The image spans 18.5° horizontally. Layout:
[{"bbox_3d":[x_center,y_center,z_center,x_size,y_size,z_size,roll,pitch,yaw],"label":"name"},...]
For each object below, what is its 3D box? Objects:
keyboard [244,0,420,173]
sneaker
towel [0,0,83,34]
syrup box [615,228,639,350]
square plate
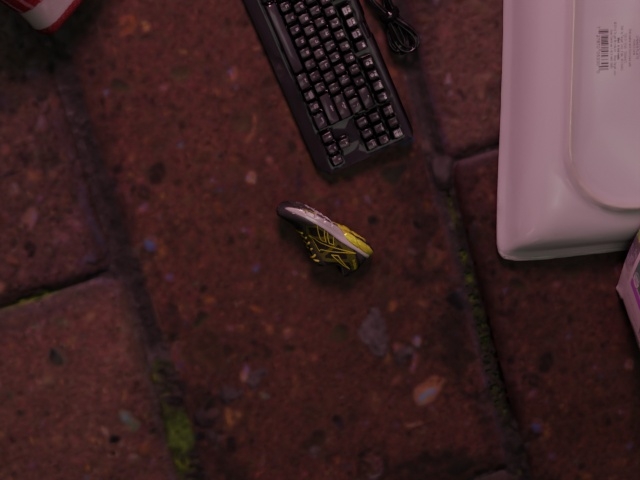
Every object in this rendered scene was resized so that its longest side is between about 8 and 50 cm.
[{"bbox_3d":[0.016,-0.147,1.436,0.108,0.023,0.180,-26,110,-6],"label":"keyboard"},{"bbox_3d":[0.000,0.000,1.466,0.083,0.031,0.035,30,96,-19],"label":"sneaker"},{"bbox_3d":[-0.177,-0.291,1.232,0.237,0.037,0.329,-50,147,-4],"label":"towel"},{"bbox_3d":[0.359,0.040,1.516,0.237,0.093,0.096,0,138,-14],"label":"syrup box"},{"bbox_3d":[0.305,-0.157,1.491,0.344,0.049,0.347,-4,105,-13],"label":"square plate"}]
